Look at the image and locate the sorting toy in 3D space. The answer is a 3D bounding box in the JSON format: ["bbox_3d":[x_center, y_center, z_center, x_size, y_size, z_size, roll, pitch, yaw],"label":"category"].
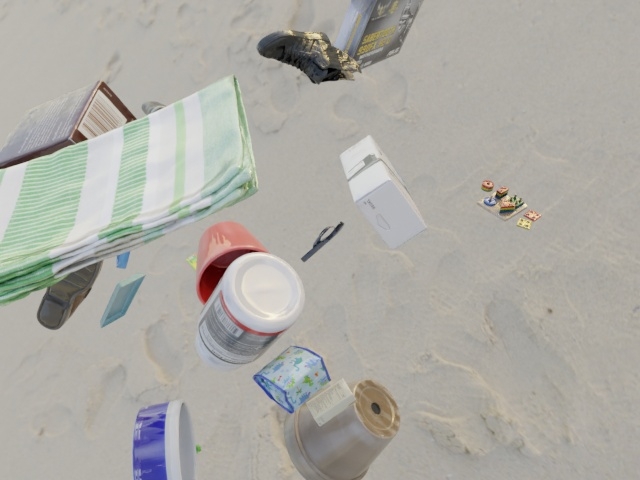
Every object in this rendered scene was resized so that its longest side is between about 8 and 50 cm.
[{"bbox_3d":[0.678,-0.139,1.922,0.132,0.046,0.274,-27,49,-26],"label":"sorting toy"}]

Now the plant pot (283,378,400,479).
[{"bbox_3d":[0.090,0.581,1.654,0.280,0.323,0.323,-46,41,34],"label":"plant pot"}]

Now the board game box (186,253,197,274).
[{"bbox_3d":[-0.436,0.126,1.963,0.043,0.092,0.181,-34,36,-18],"label":"board game box"}]

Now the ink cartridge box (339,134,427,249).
[{"bbox_3d":[0.241,-0.196,2.073,0.166,0.285,0.395,-34,33,16],"label":"ink cartridge box"}]

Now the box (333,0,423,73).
[{"bbox_3d":[0.132,-0.478,1.148,0.056,0.183,0.231,42,48,13],"label":"box"}]

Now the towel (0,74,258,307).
[{"bbox_3d":[-0.230,-0.065,0.569,0.324,0.038,0.248,-23,43,4],"label":"towel"}]

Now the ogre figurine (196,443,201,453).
[{"bbox_3d":[-0.560,0.816,2.016,0.197,0.097,0.118,18,67,10],"label":"ogre figurine"}]

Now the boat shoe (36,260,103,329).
[{"bbox_3d":[-0.686,0.109,1.451,0.307,0.110,0.104,-47,12,21],"label":"boat shoe"}]

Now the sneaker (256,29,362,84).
[{"bbox_3d":[-0.017,-0.303,0.881,0.051,0.170,0.089,-40,71,55],"label":"sneaker"}]

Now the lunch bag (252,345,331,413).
[{"bbox_3d":[-0.073,0.316,1.235,0.129,0.096,0.151,-34,32,-29],"label":"lunch bag"}]

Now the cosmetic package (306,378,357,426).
[{"bbox_3d":[0.028,0.412,1.332,0.115,0.041,0.060,-31,41,-5],"label":"cosmetic package"}]

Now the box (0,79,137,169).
[{"bbox_3d":[-0.461,-0.167,1.001,0.203,0.167,0.168,-12,50,22],"label":"box"}]

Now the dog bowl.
[{"bbox_3d":[-0.371,0.528,1.267,0.104,0.265,0.265,-7,51,-7],"label":"dog bowl"}]

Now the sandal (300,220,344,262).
[{"bbox_3d":[-0.001,0.001,2.259,0.254,0.097,0.054,-41,89,19],"label":"sandal"}]

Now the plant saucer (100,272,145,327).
[{"bbox_3d":[-0.445,0.133,1.166,0.018,0.067,0.192,48,133,9],"label":"plant saucer"}]

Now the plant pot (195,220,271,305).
[{"bbox_3d":[-0.302,0.074,1.775,0.275,0.275,0.243,-39,38,5],"label":"plant pot"}]

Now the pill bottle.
[{"bbox_3d":[-0.201,0.202,1.369,0.363,0.210,0.210,130,148,-49],"label":"pill bottle"}]

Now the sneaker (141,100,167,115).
[{"bbox_3d":[-0.426,-0.355,1.584,0.083,0.222,0.118,-56,45,5],"label":"sneaker"}]

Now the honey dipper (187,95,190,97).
[{"bbox_3d":[-0.239,-0.224,1.080,0.030,0.030,0.161,-27,80,15],"label":"honey dipper"}]

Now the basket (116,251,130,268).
[{"bbox_3d":[-0.523,-0.097,1.447,0.289,0.201,0.255,-62,33,25],"label":"basket"}]
